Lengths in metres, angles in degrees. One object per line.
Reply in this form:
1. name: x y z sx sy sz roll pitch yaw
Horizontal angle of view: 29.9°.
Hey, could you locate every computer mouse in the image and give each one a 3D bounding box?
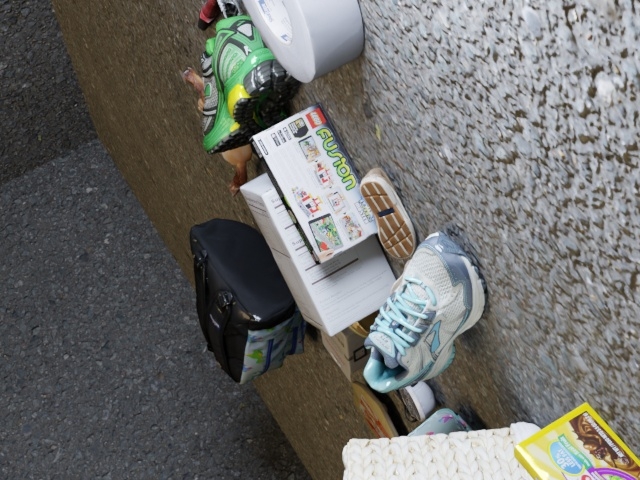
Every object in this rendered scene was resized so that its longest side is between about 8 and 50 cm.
1. computer mouse: 0.160 0.261 1.991 0.193 0.042 0.106 165 81 -82

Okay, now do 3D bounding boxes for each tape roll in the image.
1. tape roll: -0.034 -0.306 1.466 0.219 0.072 0.219 56 167 20

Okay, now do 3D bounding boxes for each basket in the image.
1. basket: 0.166 0.437 1.460 0.331 0.267 0.328 -92 -1 -74

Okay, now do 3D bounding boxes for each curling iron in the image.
1. curling iron: -0.174 -0.364 1.955 0.068 0.035 0.274 64 166 -11

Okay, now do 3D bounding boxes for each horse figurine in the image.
1. horse figurine: -0.186 -0.211 2.257 0.263 0.066 0.174 66 172 -12

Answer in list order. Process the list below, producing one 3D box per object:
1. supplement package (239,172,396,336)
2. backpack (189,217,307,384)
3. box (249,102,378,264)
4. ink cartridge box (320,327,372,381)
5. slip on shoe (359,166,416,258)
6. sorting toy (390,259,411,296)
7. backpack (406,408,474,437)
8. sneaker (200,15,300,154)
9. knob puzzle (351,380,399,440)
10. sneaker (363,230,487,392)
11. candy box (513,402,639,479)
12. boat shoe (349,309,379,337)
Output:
1. supplement package: 0.000 0.000 1.836 0.244 0.134 0.139 65 167 -16
2. backpack: -0.151 0.150 2.545 0.290 0.273 0.355 50 142 31
3. box: -0.003 -0.081 1.727 0.207 0.114 0.036 62 167 -2
4. ink cartridge box: 0.048 0.167 2.167 0.104 0.060 0.180 53 164 30
5. slip on shoe: 0.093 -0.037 1.621 0.135 0.051 0.041 59 -151 -26
6. sorting toy: 0.139 0.065 1.659 0.083 0.045 0.075 38 144 38
7. backpack: 0.191 0.364 1.805 0.188 0.166 0.144 51 174 27
8. sneaker: -0.123 -0.240 1.871 0.146 0.134 0.343 66 159 11
9. knob puzzle: 0.122 0.349 2.334 0.213 0.030 0.213 57 167 21
10. sneaker: 0.125 0.108 1.541 0.110 0.122 0.283 46 147 28
11. candy box: 0.312 0.277 1.299 0.206 0.105 0.027 51 163 37
12. boat shoe: 0.047 0.071 1.974 0.190 0.068 0.072 59 155 12
